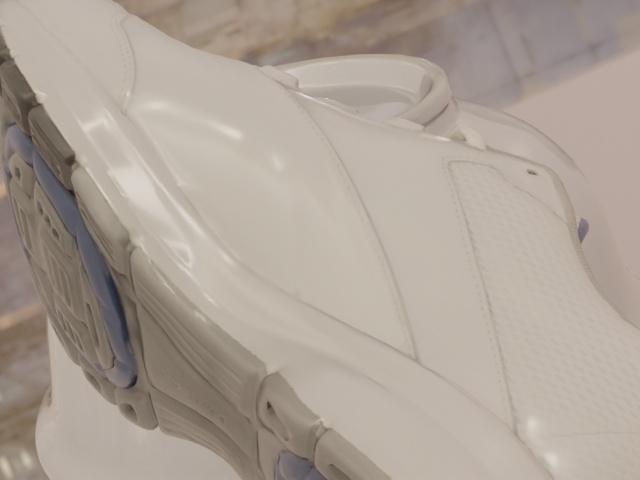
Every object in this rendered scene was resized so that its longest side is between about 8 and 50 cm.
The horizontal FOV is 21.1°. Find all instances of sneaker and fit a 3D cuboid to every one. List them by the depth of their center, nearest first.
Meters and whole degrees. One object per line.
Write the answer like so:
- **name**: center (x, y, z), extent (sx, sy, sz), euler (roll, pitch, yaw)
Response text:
- **sneaker**: center (0.000, 0.010, 0.512), extent (0.297, 0.129, 0.111), euler (43, -29, 30)

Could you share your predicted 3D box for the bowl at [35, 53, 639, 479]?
- **bowl**: center (0.000, 0.000, 0.778), extent (0.298, 0.297, 0.134), euler (29, -45, 61)
